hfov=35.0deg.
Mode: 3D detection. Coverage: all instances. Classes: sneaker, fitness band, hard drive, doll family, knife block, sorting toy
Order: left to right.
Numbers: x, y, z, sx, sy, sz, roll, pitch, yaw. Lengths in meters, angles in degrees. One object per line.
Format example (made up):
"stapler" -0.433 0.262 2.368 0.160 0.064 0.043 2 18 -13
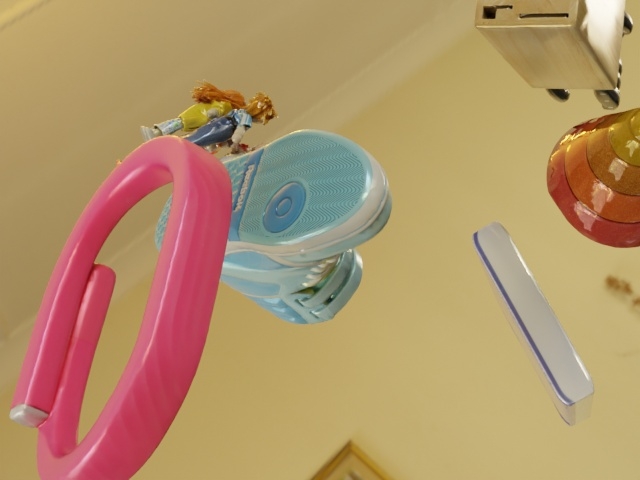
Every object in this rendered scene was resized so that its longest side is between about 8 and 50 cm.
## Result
"fitness band" -0.153 0.050 0.777 0.054 0.290 0.209 28 -38 -30
"doll family" -0.147 -0.153 1.397 0.163 0.263 0.118 -25 -66 -17
"sneaker" 0.000 0.000 1.003 0.208 0.319 0.127 34 -112 -32
"hard drive" 0.260 0.112 1.220 0.040 0.210 0.318 -29 -19 6
"knife block" 0.240 -0.185 0.982 0.275 0.088 0.242 -59 -36 -43
"sorting toy" 0.357 -0.128 0.818 0.366 0.127 0.126 -28 -18 -6

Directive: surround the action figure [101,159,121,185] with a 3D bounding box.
"action figure" -0.252 -0.084 1.304 0.115 0.030 0.038 -58 -26 -69
